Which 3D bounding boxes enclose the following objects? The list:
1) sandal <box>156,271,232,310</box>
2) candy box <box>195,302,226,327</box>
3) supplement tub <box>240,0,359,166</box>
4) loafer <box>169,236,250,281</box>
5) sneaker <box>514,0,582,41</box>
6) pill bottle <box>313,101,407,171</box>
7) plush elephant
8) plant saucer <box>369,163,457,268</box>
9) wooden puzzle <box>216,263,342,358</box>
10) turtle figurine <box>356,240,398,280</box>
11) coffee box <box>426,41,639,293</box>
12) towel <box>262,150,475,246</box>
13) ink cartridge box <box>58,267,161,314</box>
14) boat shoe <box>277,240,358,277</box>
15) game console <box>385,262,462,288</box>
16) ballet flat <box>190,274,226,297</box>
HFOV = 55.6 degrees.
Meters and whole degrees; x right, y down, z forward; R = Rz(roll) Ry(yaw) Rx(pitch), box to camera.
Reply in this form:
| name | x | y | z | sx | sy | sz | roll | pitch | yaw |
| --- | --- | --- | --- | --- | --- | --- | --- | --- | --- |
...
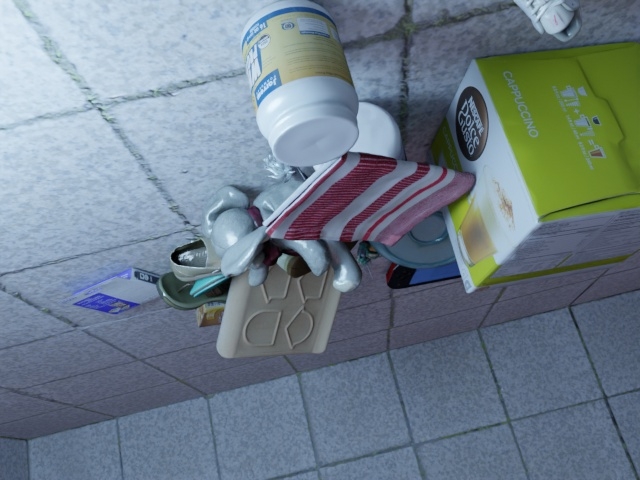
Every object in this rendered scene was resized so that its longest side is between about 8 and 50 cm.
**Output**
| name | x | y | z | sx | sy | sz | roll | pitch | yaw |
| --- | --- | --- | --- | --- | --- | --- | --- | --- | --- |
| sandal | -0.303 | 0.114 | 1.635 | 0.303 | 0.120 | 0.086 | -1 | 138 | -43 |
| candy box | -0.211 | 0.179 | 1.845 | 0.317 | 0.087 | 0.183 | -6 | 157 | -21 |
| supplement tub | -0.028 | -0.221 | 0.861 | 0.145 | 0.199 | 0.144 | -12 | 157 | -5 |
| loafer | -0.243 | 0.031 | 1.459 | 0.269 | 0.101 | 0.092 | -20 | 159 | 8 |
| sneaker | 0.315 | -0.354 | 0.857 | 0.232 | 0.115 | 0.090 | 8 | 149 | -42 |
| pill bottle | 0.091 | -0.127 | 1.194 | 0.170 | 0.169 | 0.301 | -17 | 157 | 8 |
| plush elephant | -0.104 | -0.010 | 1.252 | 0.256 | 0.271 | 0.330 | -30 | 127 | 5 |
| plant saucer | 0.260 | -0.040 | 1.462 | 0.318 | 0.043 | 0.317 | 1 | 131 | 1 |
| wooden puzzle | -0.109 | 0.170 | 1.713 | 0.348 | 0.321 | 0.080 | 6 | -165 | -34 |
| turtle figurine | 0.161 | 0.004 | 1.615 | 0.175 | 0.118 | 0.234 | -20 | 146 | -25 |
| coffee box | 0.441 | -0.131 | 1.166 | 0.339 | 0.337 | 0.334 | -8 | 157 | -10 |
| towel | 0.091 | -0.064 | 1.074 | 0.329 | 0.037 | 0.237 | 3 | 148 | -41 |
| ink cartridge box | -0.539 | 0.132 | 1.598 | 0.207 | 0.045 | 0.208 | -22 | 157 | 19 |
| boat shoe | 0.000 | 0.000 | 1.509 | 0.285 | 0.089 | 0.104 | -23 | 137 | -45 |
| game console | 0.415 | 0.051 | 1.947 | 0.387 | 0.060 | 0.342 | -10 | 158 | -10 |
| ballet flat | -0.230 | 0.056 | 1.538 | 0.248 | 0.087 | 0.083 | -26 | 177 | 3 |
